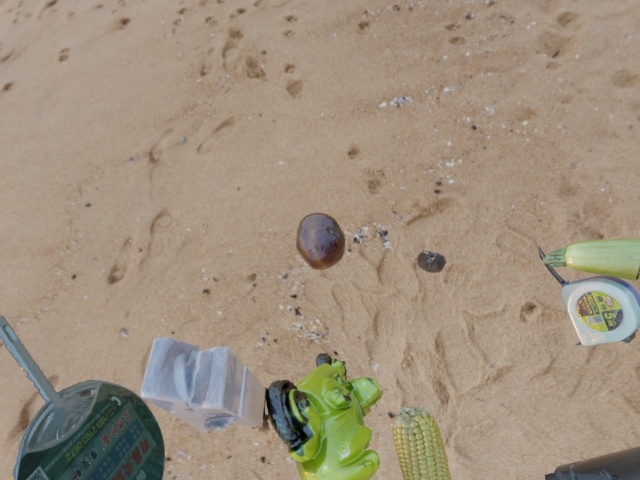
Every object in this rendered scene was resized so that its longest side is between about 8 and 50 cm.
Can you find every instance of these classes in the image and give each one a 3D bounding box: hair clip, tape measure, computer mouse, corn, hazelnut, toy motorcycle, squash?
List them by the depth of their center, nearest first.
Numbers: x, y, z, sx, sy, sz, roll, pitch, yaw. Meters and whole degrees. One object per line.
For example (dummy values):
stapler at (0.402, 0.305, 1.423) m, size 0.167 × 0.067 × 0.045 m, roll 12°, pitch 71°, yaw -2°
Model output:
hair clip at (-0.137, 0.201, 0.551) m, size 0.101 × 0.331 × 0.085 m, roll 7°, pitch 60°, yaw 2°
toy motorcycle at (0.021, 0.290, 0.666) m, size 0.142 × 0.342 × 0.206 m, roll -22°, pitch 80°, yaw 11°
computer mouse at (0.298, 0.060, 1.126) m, size 0.079 × 0.135 × 0.047 m, roll 13°, pitch 75°, yaw 17°
corn at (0.300, 0.669, 1.174) m, size 0.143 × 0.144 × 0.388 m, roll -15°, pitch 73°, yaw 9°
squash at (0.832, 0.047, 1.250) m, size 0.287 × 0.137 × 0.137 m, roll 4°, pitch 64°, yaw 6°
tape measure at (0.861, 0.154, 1.328) m, size 0.097 × 0.215 × 0.352 m, roll -16°, pitch 82°, yaw -37°
hazelnut at (0.000, 0.000, 1.482) m, size 0.177 × 0.178 × 0.204 m, roll -16°, pitch 75°, yaw 8°

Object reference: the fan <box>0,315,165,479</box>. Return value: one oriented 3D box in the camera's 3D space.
fan at (-0.282, 0.248, 0.469) m, size 0.012 × 0.294 × 0.223 m, roll -24°, pitch 39°, yaw 13°

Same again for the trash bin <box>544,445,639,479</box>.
trash bin at (0.482, 0.347, 0.509) m, size 0.301 × 0.252 × 0.203 m, roll -41°, pitch 9°, yaw 34°
